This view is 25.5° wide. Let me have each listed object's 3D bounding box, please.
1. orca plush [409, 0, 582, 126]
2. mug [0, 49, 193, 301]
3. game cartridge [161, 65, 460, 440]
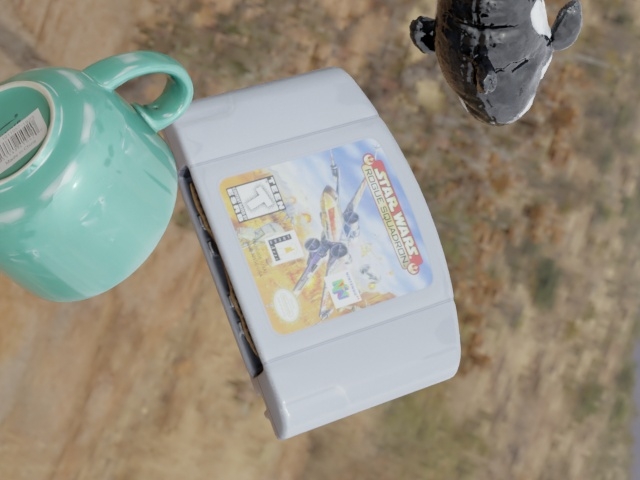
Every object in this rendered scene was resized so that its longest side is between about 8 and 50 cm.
[{"bbox_3d":[0.162,-0.176,1.214,0.287,0.151,0.102,109,-15,-56],"label":"orca plush"},{"bbox_3d":[-0.162,-0.053,0.864,0.097,0.129,0.158,47,51,-52],"label":"mug"},{"bbox_3d":[0.000,0.000,1.207,0.198,0.297,0.062,-18,170,-20],"label":"game cartridge"}]
